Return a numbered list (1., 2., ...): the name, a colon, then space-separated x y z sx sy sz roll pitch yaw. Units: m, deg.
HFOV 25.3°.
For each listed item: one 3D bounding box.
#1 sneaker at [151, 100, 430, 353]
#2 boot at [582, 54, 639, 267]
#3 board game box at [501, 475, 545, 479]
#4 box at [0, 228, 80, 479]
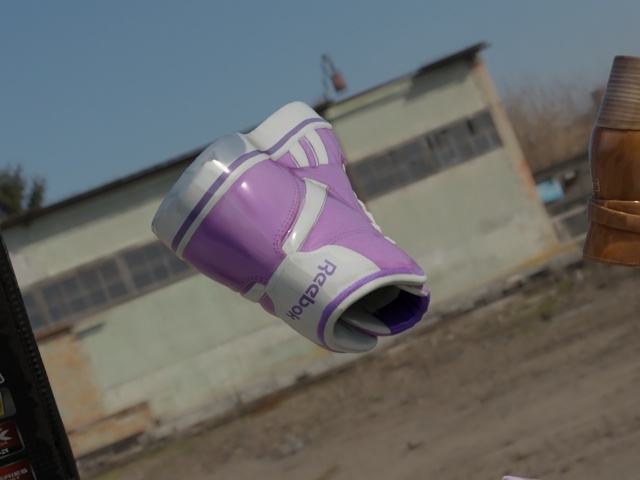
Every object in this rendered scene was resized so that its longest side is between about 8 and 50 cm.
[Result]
1. sneaker: -0.001 0.001 0.921 0.102 0.161 0.282 -55 -2 17
2. boot: 0.277 -0.047 1.045 0.197 0.152 0.073 7 6 -22
3. board game box: 0.320 0.264 1.023 0.318 0.065 0.319 20 0 34
4. box: -0.246 0.056 0.544 0.270 0.060 0.216 -18 -43 -13
